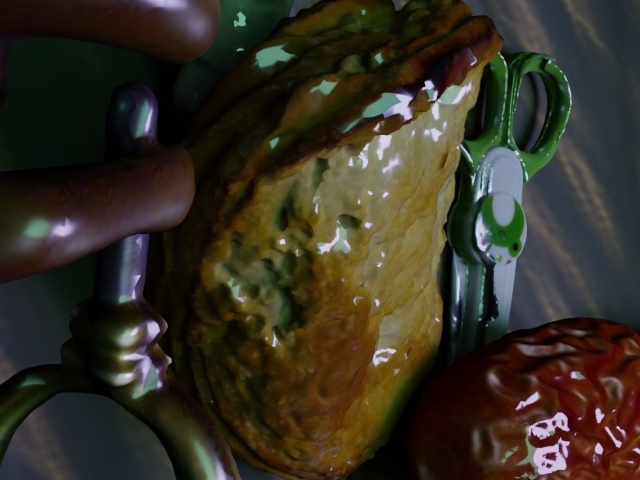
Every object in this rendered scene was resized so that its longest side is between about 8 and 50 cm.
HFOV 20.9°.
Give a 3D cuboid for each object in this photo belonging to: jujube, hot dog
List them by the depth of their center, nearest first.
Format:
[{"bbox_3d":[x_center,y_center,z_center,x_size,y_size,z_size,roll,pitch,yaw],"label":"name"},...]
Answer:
[{"bbox_3d":[-0.002,-0.003,0.830,0.175,0.114,0.259,-36,147,-42],"label":"hot dog"},{"bbox_3d":[0.115,0.101,0.915,0.176,0.109,0.112,-6,85,-49],"label":"jujube"}]

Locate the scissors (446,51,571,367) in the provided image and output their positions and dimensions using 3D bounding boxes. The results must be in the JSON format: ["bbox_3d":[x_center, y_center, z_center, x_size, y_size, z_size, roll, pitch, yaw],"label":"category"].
[{"bbox_3d":[0.096,-0.009,0.979,0.101,0.027,0.204,7,87,-38],"label":"scissors"}]

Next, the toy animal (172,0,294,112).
[{"bbox_3d":[-0.046,-0.173,0.826,0.121,0.094,0.225,3,87,-48],"label":"toy animal"}]

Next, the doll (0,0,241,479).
[{"bbox_3d":[-0.175,0.013,0.669,0.318,0.209,0.339,6,84,-7],"label":"doll"}]
